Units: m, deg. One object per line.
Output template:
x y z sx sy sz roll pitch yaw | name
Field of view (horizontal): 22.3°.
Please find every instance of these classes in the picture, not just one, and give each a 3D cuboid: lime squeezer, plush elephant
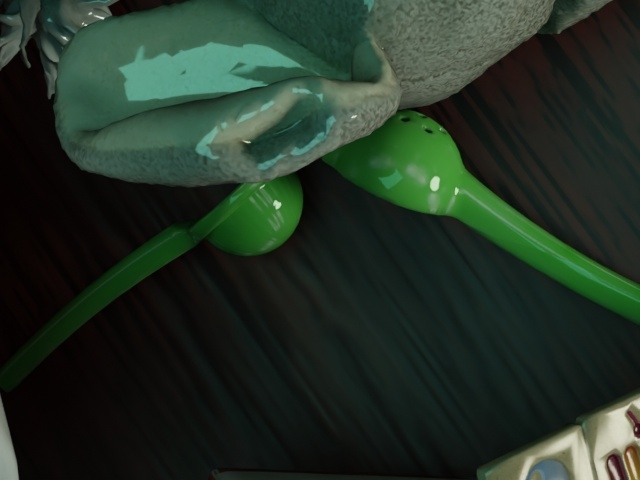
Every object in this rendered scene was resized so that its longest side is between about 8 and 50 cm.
0.000 0.000 0.692 0.310 0.059 0.110 -5 119 12 | lime squeezer
-0.013 -0.154 0.578 0.255 0.272 0.330 25 131 23 | plush elephant

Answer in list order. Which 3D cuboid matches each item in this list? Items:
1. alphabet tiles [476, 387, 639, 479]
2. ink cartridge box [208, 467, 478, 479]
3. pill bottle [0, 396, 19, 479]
0.172 0.125 0.571 0.237 0.009 0.198 -21 103 -27 | alphabet tiles
0.051 0.232 0.606 0.197 0.114 0.273 4 91 -13 | ink cartridge box
-0.243 -0.048 0.575 0.224 0.224 0.392 -34 53 12 | pill bottle
